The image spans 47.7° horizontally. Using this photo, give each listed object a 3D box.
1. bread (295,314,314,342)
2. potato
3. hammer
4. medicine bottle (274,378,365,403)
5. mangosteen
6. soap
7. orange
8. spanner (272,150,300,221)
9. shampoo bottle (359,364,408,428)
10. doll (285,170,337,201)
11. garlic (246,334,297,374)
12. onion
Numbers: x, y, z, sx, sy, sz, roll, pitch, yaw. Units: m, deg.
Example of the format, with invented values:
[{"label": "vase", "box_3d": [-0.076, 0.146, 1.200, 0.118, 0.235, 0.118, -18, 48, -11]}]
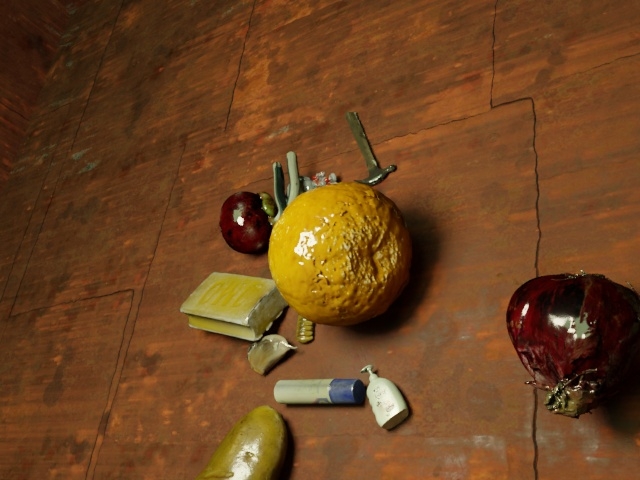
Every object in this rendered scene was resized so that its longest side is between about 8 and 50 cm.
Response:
[{"label": "bread", "box_3d": [-0.039, 0.218, 1.841, 0.049, 0.033, 0.088, -8, 59, 29]}, {"label": "potato", "box_3d": [-0.192, 0.558, 1.681, 0.369, 0.176, 0.195, -59, 4, -18]}, {"label": "hammer", "box_3d": [0.120, -0.266, 2.018, 0.125, 0.027, 0.297, -30, 49, 16]}, {"label": "medicine bottle", "box_3d": [-0.005, 0.357, 1.706, 0.230, 0.059, 0.059, -9, 59, 36]}, {"label": "mangosteen", "box_3d": [-0.188, -0.056, 2.050, 0.199, 0.200, 0.200, -20, 53, 29]}, {"label": "soap", "box_3d": [-0.231, 0.172, 1.955, 0.274, 0.089, 0.173, 3, 42, 42]}, {"label": "orange", "box_3d": [0.040, 0.031, 1.685, 0.293, 0.340, 0.341, 5, 67, 58]}, {"label": "spanner", "box_3d": [-0.087, -0.099, 1.980, 0.095, 0.040, 0.325, -32, 50, 36]}, {"label": "shampoo bottle", "box_3d": [0.137, 0.339, 1.611, 0.077, 0.045, 0.152, -40, 45, 14]}, {"label": "doll", "box_3d": [-0.032, -0.145, 2.040, 0.180, 0.079, 0.094, -18, 88, 24]}, {"label": "garlic", "box_3d": [-0.125, 0.281, 1.858, 0.152, 0.066, 0.084, -40, 72, 18]}, {"label": "onion", "box_3d": [0.462, 0.164, 1.325, 0.280, 0.221, 0.281, -20, 56, 33]}]
